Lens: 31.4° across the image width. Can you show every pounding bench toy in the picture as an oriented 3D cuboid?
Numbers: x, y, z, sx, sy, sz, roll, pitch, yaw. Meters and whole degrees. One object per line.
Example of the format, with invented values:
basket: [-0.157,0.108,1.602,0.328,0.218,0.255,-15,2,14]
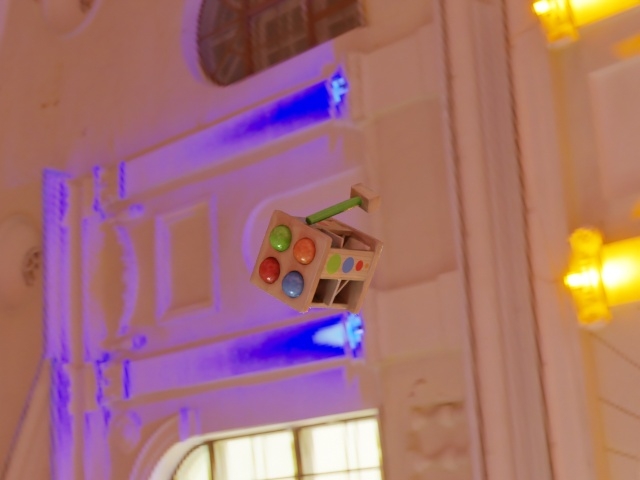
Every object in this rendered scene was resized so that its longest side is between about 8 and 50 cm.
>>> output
pounding bench toy: [0.000,0.000,0.744,0.065,0.052,0.083,6,-73,-49]
